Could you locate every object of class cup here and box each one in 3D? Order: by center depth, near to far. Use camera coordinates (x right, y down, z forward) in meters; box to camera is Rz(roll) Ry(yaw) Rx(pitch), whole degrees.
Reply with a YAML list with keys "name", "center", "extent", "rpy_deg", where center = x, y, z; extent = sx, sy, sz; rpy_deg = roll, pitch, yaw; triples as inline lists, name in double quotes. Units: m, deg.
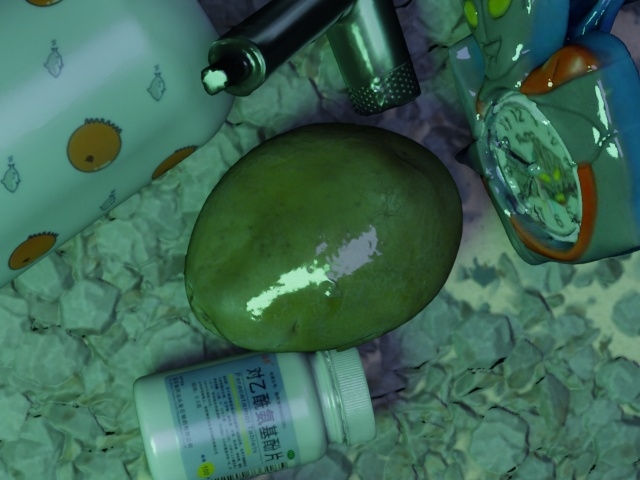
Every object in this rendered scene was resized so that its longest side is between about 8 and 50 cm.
- name: "cup"
  center: [-0.231, -0.097, 1.376]
  extent: [0.317, 0.212, 0.212]
  rpy_deg: [-34, 98, -4]

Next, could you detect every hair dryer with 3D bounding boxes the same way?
- name: "hair dryer"
  center: [-0.013, -0.238, 1.351]
  extent: [0.155, 0.284, 0.320]
  rpy_deg: [-16, 98, 13]

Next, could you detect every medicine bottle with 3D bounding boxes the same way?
- name: "medicine bottle"
  center: [-0.054, 0.142, 1.472]
  extent: [0.186, 0.103, 0.103]
  rpy_deg: [-12, 97, -5]

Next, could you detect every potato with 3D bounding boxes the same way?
- name: "potato"
  center: [0.000, 0.000, 1.435]
  extent: [0.235, 0.178, 0.160]
  rpy_deg: [-33, 134, -2]

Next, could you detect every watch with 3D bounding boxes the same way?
- name: "watch"
  center: [0.256, -0.143, 1.437]
  extent: [0.274, 0.241, 0.305]
  rpy_deg: [-19, 95, -21]
